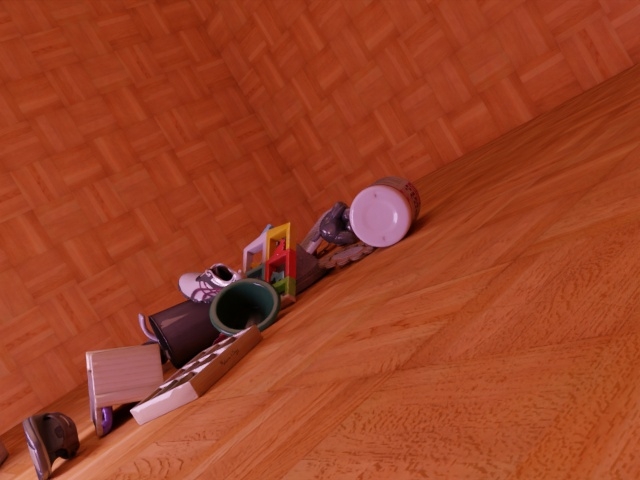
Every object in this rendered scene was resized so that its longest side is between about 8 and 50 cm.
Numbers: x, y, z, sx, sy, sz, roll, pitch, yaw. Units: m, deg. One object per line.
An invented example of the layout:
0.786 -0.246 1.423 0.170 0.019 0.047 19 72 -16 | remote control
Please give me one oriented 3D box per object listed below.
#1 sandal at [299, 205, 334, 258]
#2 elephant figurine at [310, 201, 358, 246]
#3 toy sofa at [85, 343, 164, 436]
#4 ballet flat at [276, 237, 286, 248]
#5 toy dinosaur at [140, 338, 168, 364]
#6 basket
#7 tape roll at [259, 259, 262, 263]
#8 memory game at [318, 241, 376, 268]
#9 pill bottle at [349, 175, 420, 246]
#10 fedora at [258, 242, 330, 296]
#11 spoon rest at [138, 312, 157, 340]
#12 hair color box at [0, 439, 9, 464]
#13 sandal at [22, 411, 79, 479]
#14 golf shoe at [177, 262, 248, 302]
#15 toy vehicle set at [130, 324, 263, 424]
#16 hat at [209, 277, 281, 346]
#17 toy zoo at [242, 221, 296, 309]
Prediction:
0.009 -0.006 2.583 0.169 0.102 0.416 -34 15 46 | sandal
0.100 -0.051 2.337 0.239 0.186 0.169 0 -72 -76 | elephant figurine
-0.465 0.340 1.496 0.150 0.177 0.362 -5 -8 -23 | toy sofa
-0.113 0.007 1.913 0.041 0.041 0.114 -32 -1 -24 | ballet flat
-0.513 0.346 1.844 0.160 0.121 0.313 -45 2 -13 | toy dinosaur
-0.342 0.230 1.777 0.226 0.154 0.204 -27 23 -23 | basket
-0.170 0.094 2.440 0.219 0.072 0.219 -43 14 14 | tape roll
0.079 0.039 1.775 0.186 0.012 0.186 -20 10 4 | memory game
0.186 -0.089 1.721 0.160 0.160 0.283 -30 3 20 | pill bottle
-0.093 0.089 1.876 0.243 0.124 0.275 -28 4 33 | fedora
-0.404 0.259 1.903 0.276 0.084 0.137 3 5 -23 | spoon rest
-1.038 0.618 1.861 0.113 0.185 0.374 -31 3 -20 | hair color box
-0.543 0.403 1.313 0.086 0.120 0.303 -17 0 -12 | sandal
-0.283 0.108 1.710 0.272 0.120 0.105 9 36 33 | golf shoe
-0.241 0.265 1.279 0.166 0.035 0.267 -29 4 26 | toy vehicle set
-0.175 0.212 1.596 0.208 0.184 0.173 27 60 34 | hat
-0.144 0.073 1.753 0.192 0.030 0.293 -28 46 33 | toy zoo
